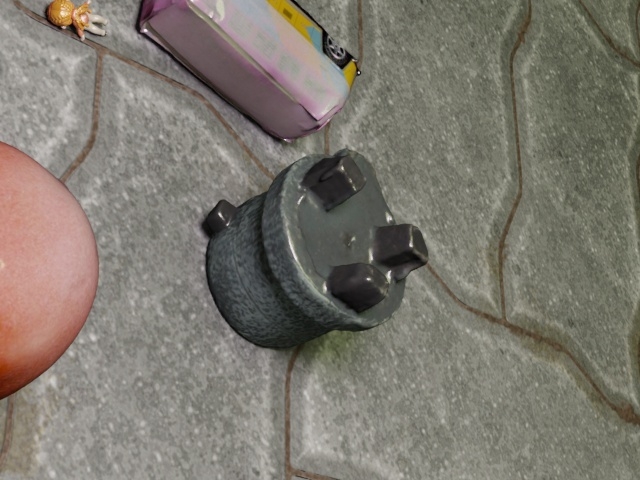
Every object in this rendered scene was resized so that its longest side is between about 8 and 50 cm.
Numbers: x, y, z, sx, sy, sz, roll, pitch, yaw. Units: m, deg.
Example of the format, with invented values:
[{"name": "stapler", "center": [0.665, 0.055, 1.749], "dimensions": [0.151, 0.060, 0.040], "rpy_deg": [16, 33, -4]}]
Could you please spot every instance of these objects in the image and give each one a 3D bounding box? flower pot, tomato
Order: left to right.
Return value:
[{"name": "tomato", "center": [-0.410, 0.029, 1.469], "dimensions": [0.321, 0.321, 0.321], "rpy_deg": [23, 56, -40]}, {"name": "flower pot", "center": [0.000, 0.000, 1.958], "dimensions": [0.299, 0.283, 0.299], "rpy_deg": [21, 58, -39]}]

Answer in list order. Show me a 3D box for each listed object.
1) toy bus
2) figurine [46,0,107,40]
[{"name": "toy bus", "center": [-0.115, -0.313, 2.081], "dimensions": [0.386, 0.171, 0.162], "rpy_deg": [38, 58, -30]}, {"name": "figurine", "center": [-0.358, -0.333, 1.907], "dimensions": [0.109, 0.047, 0.064], "rpy_deg": [12, 87, -51]}]
